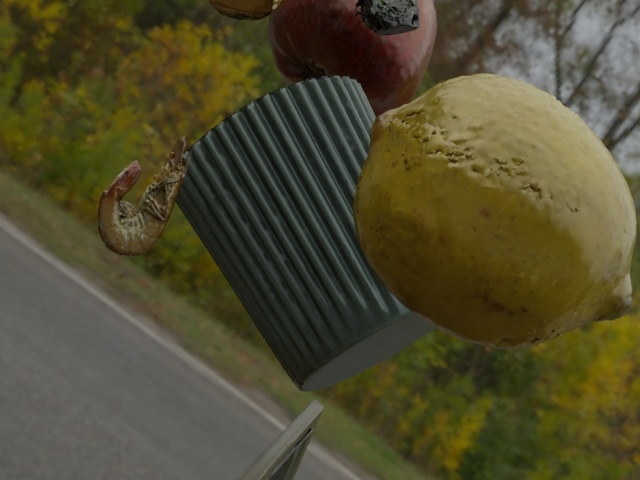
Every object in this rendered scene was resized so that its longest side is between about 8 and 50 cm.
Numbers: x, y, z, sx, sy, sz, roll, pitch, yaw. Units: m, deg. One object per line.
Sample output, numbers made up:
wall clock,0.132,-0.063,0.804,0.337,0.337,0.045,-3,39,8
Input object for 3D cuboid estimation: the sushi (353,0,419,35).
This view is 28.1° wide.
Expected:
sushi,0.088,-0.327,1.768,0.056,0.084,0.083,-25,-102,60

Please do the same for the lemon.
lemon,0.177,-0.023,1.277,0.310,0.258,0.258,34,-1,4

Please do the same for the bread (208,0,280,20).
bread,-0.090,-0.393,1.665,0.132,0.114,0.190,18,-43,20

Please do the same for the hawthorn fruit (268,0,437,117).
hawthorn fruit,0.057,-0.341,2.013,0.275,0.300,0.275,16,-15,4

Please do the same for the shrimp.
shrimp,-0.211,-0.059,1.509,0.095,0.162,0.045,25,-1,-27

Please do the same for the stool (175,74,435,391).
stool,0.000,0.000,1.690,0.330,0.297,0.297,61,6,14

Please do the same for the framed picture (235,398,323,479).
framed picture,-0.134,0.466,1.812,0.028,0.446,0.326,28,26,12
